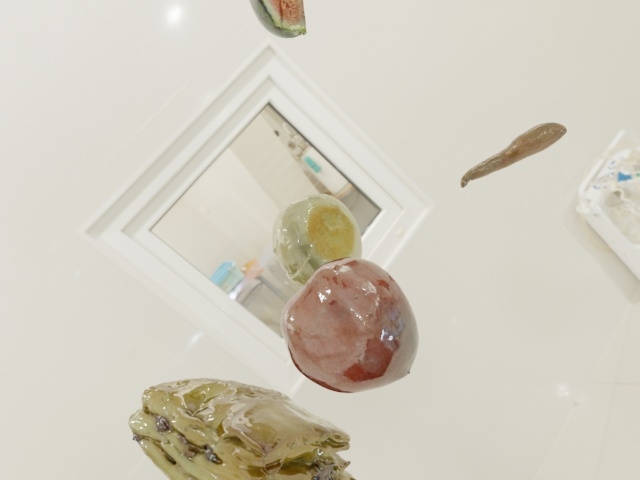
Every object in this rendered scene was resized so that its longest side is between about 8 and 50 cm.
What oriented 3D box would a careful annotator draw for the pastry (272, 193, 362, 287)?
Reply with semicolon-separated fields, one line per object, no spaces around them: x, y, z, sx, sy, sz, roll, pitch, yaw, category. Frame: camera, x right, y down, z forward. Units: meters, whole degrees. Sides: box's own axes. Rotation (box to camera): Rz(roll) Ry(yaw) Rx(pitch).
0.000;0.000;0.739;0.092;0.156;0.156;-22;29;53;pastry

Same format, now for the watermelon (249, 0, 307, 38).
-0.080;-0.386;0.705;0.087;0.163;0.069;-8;6;21;watermelon

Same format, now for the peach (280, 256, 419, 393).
0.040;0.102;0.530;0.152;0.152;0.152;-45;14;14;peach

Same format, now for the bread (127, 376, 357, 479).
-0.115;0.360;0.836;0.370;0.314;0.191;29;93;37;bread

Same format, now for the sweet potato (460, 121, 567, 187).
0.370;-0.168;0.926;0.214;0.050;0.050;-30;20;30;sweet potato
